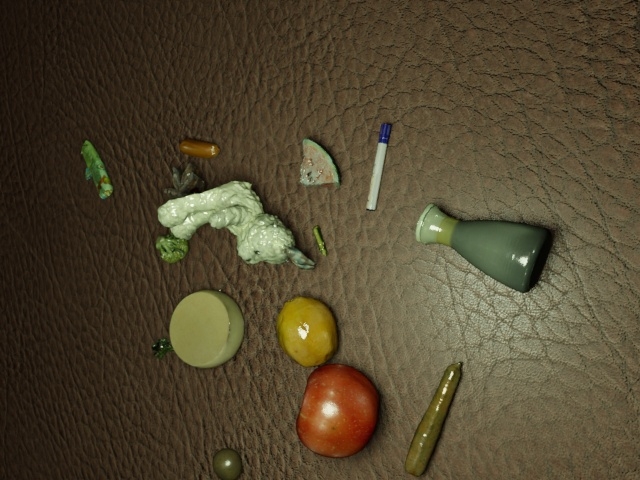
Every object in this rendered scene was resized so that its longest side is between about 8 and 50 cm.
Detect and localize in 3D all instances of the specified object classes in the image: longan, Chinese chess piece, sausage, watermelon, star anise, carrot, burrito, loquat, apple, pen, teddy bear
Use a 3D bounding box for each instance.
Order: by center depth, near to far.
[{"bbox_3d":[0.317,0.489,1.400,0.070,0.070,0.342,23,91,26],"label":"carrot"},{"bbox_3d":[0.046,0.488,1.428,0.217,0.260,0.260,18,95,3],"label":"apple"},{"bbox_3d":[-0.034,0.279,1.525,0.176,0.187,0.234,-26,82,66],"label":"loquat"},{"bbox_3d":[0.176,-0.222,1.537,0.033,0.033,0.269,11,92,27],"label":"pen"},{"bbox_3d":[-0.263,0.005,1.585,0.375,0.327,0.362,-25,74,-7],"label":"teddy bear"},{"bbox_3d":[-0.011,-0.231,1.617,0.139,0.071,0.187,-41,78,26],"label":"watermelon"},{"bbox_3d":[-0.311,0.749,1.680,0.113,0.092,0.113,12,117,25],"label":"longan"},{"bbox_3d":[-0.388,0.301,1.729,0.273,0.102,0.273,-4,79,22],"label":"Chinese chess piece"},{"bbox_3d":[-0.475,-0.157,1.821,0.236,0.109,0.223,-62,41,25],"label":"star anise"},{"bbox_3d":[-0.449,-0.335,1.848,0.183,0.054,0.062,16,122,24],"label":"sausage"},{"bbox_3d":[-0.939,-0.285,2.094,0.104,0.054,0.288,-34,74,23],"label":"burrito"}]

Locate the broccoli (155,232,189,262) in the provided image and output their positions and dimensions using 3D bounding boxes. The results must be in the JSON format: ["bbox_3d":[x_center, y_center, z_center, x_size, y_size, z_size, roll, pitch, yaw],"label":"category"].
[{"bbox_3d":[-0.539,0.020,1.832,0.130,0.120,0.131,-22,52,31],"label":"broccoli"}]

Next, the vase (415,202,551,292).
[{"bbox_3d":[0.420,0.005,1.335,0.321,0.173,0.173,22,96,33],"label":"vase"}]

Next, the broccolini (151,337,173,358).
[{"bbox_3d":[-0.506,0.389,1.844,0.254,0.071,0.057,-8,41,20],"label":"broccolini"}]

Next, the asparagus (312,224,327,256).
[{"bbox_3d":[0.000,0.000,1.615,0.025,0.021,0.108,-24,76,22],"label":"asparagus"}]
